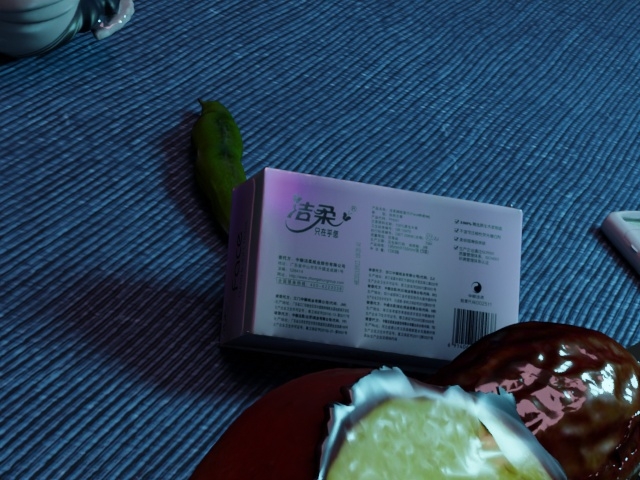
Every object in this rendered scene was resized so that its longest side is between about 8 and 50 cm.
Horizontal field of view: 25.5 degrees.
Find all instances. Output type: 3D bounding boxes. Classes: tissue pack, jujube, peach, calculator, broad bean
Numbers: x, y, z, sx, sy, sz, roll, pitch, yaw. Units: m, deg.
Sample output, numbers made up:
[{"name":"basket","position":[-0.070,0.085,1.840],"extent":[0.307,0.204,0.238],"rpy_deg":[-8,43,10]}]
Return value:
[{"name":"tissue pack","position":[0.046,0.029,1.223],"extent":[0.246,0.092,0.148],"rpy_deg":[9,78,-20]},{"name":"jujube","position":[0.149,0.154,1.080],"extent":[0.243,0.183,0.183],"rpy_deg":[-15,46,-33]},{"name":"peach","position":[0.014,0.248,0.838],"extent":[0.258,0.201,0.361],"rpy_deg":[33,43,-31]},{"name":"calculator","position":[0.386,0.019,1.582],"extent":[0.100,0.032,0.175],"rpy_deg":[2,35,-29]},{"name":"broad bean","position":[-0.098,-0.069,1.409],"extent":[0.060,0.043,0.297],"rpy_deg":[20,30,-25]}]

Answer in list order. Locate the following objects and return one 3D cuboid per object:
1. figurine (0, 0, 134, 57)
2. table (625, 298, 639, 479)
[{"name":"figurine","position":[-0.377,-0.339,1.492],"extent":[0.361,0.211,0.253],"rpy_deg":[32,32,19]},{"name":"table","position":[0.303,0.149,1.166],"extent":[0.121,0.111,0.240],"rpy_deg":[-29,37,-10]}]
